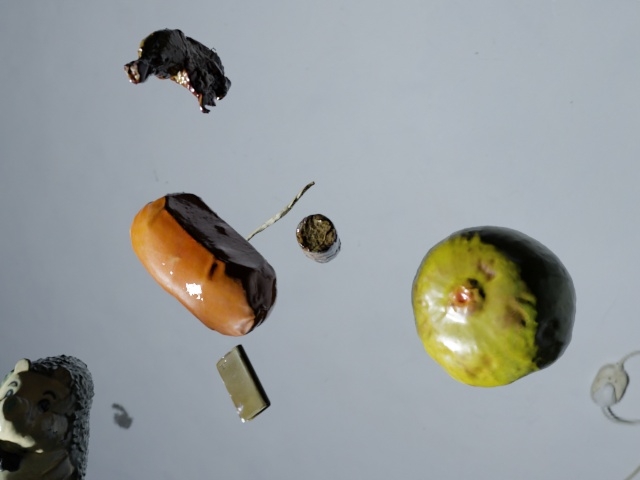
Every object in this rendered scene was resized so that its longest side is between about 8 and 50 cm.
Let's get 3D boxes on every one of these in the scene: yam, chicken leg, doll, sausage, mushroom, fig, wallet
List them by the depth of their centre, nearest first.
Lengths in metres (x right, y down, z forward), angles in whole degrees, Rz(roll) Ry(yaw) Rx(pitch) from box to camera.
[{"bbox_3d":[-0.163,0.031,0.930,0.258,0.133,0.133,38,117,24],"label":"sausage"},{"bbox_3d":[-0.001,-0.002,1.241,0.079,0.141,0.079,-1,79,6],"label":"yam"},{"bbox_3d":[-0.555,0.390,1.294,0.248,0.247,0.349,20,88,19],"label":"doll"},{"bbox_3d":[0.362,0.131,1.377,0.344,0.343,0.343,7,107,24],"label":"fig"},{"bbox_3d":[-0.298,-0.358,1.428,0.083,0.323,0.177,-28,67,26],"label":"chicken leg"},{"bbox_3d":[-0.118,-0.029,1.442,0.028,0.026,0.286,44,86,-2],"label":"mushroom"},{"bbox_3d":[-0.221,0.406,1.920,0.110,0.031,0.198,-41,64,21],"label":"wallet"}]
